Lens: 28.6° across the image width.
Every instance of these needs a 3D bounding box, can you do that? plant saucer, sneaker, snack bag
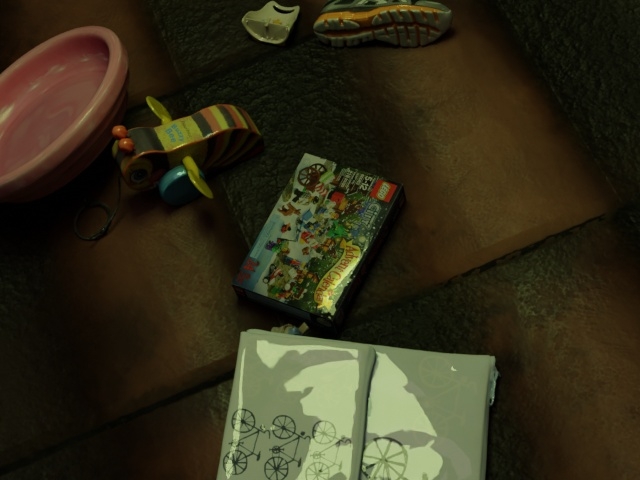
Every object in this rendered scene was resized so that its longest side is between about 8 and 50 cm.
[{"bbox_3d":[-0.410,-0.176,1.873,0.332,0.084,0.332,-24,39,21],"label":"plant saucer"},{"bbox_3d":[0.097,-0.351,1.931,0.215,0.084,0.083,3,56,14],"label":"sneaker"},{"bbox_3d":[0.047,0.266,1.557,0.343,0.037,0.323,7,58,4],"label":"snack bag"}]

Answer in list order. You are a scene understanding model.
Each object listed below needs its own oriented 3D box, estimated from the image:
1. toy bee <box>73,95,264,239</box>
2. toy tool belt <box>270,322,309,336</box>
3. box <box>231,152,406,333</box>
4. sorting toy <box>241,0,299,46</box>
[{"bbox_3d":[-0.227,-0.116,1.811,0.195,0.162,0.298,35,72,25],"label":"toy bee"},{"bbox_3d":[-0.037,0.151,1.677,0.051,0.052,0.083,-14,58,13],"label":"toy tool belt"},{"bbox_3d":[0.000,0.000,1.762,0.159,0.044,0.233,18,65,21],"label":"box"},{"bbox_3d":[-0.069,-0.350,1.989,0.083,0.045,0.075,15,56,20],"label":"sorting toy"}]
